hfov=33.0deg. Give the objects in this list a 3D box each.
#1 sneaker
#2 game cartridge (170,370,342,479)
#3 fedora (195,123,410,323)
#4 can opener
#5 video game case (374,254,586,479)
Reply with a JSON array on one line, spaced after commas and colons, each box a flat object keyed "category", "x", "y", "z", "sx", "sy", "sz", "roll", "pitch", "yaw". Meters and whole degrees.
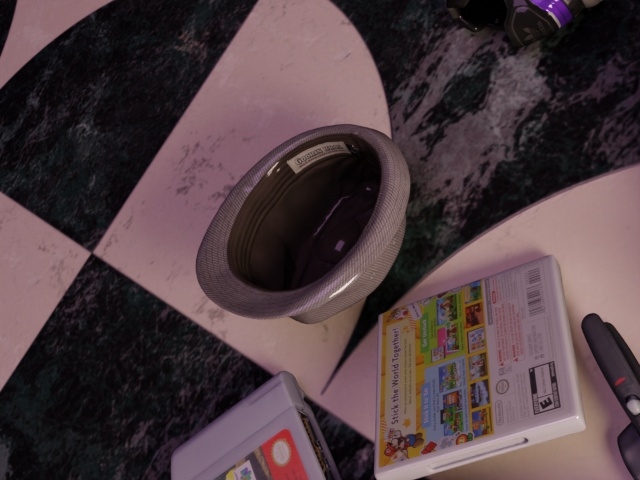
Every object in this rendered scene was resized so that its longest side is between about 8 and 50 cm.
[{"category": "sneaker", "x": 0.201, "y": -0.337, "z": 1.316, "sx": 0.146, "sy": 0.102, "sz": 0.293, "roll": -41, "pitch": 48, "yaw": 11}, {"category": "game cartridge", "x": -0.061, "y": 0.307, "z": 1.171, "sx": 0.196, "sy": 0.060, "sz": 0.294, "roll": -41, "pitch": 48, "yaw": 15}, {"category": "fedora", "x": 0.000, "y": 0.000, "z": 1.252, "sx": 0.244, "sy": 0.124, "sz": 0.275, "roll": 14, "pitch": 65, "yaw": 38}, {"category": "can opener", "x": 0.288, "y": 0.141, "z": 1.003, "sx": 0.073, "sy": 0.059, "sz": 0.186, "roll": -33, "pitch": 50, "yaw": 18}, {"category": "video game case", "x": 0.151, "y": 0.126, "z": 1.082, "sx": 0.206, "sy": 0.026, "sz": 0.227, "roll": -21, "pitch": 35, "yaw": 20}]
